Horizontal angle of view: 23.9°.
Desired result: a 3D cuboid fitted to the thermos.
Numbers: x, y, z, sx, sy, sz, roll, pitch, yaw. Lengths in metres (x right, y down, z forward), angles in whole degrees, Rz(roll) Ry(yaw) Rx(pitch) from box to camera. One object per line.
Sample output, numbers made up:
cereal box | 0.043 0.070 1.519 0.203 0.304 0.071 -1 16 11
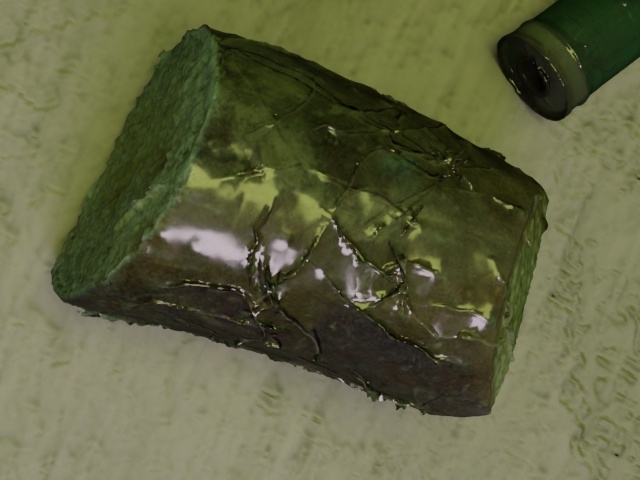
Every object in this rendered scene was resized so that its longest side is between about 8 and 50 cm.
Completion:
thermos | 0.217 -0.171 1.083 0.188 0.073 0.083 -37 133 -16

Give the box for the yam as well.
yam | 0.003 -0.003 0.958 0.271 0.201 0.202 24 82 -21
